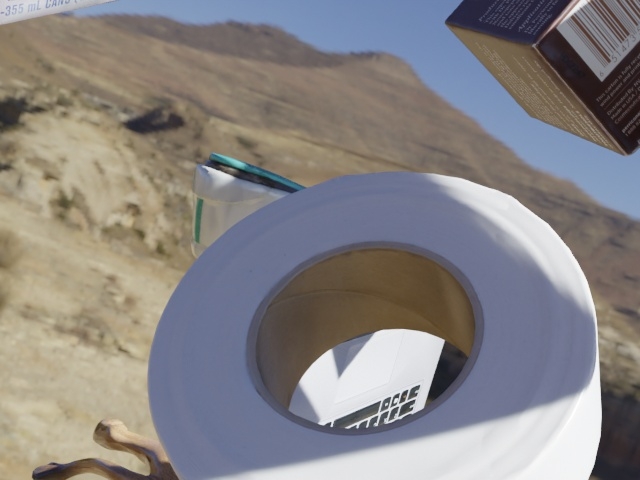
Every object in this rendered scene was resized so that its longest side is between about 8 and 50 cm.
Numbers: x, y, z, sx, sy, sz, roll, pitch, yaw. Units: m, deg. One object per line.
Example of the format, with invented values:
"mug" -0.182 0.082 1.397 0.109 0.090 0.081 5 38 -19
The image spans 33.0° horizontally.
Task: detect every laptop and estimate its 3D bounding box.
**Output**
"laptop" 0.090 0.331 1.296 0.236 0.407 0.382 28 23 32

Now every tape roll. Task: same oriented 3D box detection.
"tape roll" 0.035 0.088 0.699 0.286 0.286 0.100 20 -33 29

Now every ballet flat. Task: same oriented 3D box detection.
"ballet flat" 0.000 0.000 1.253 0.139 0.139 0.400 20 5 43

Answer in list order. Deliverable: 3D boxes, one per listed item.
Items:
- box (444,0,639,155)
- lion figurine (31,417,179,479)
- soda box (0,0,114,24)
"box" 0.273 -0.219 1.113 0.167 0.168 0.203 41 1 -26
"lion figurine" -0.056 0.262 0.976 0.392 0.142 0.240 14 -8 -18
"soda box" -0.021 -0.150 0.362 0.263 0.083 0.092 -25 53 -40
